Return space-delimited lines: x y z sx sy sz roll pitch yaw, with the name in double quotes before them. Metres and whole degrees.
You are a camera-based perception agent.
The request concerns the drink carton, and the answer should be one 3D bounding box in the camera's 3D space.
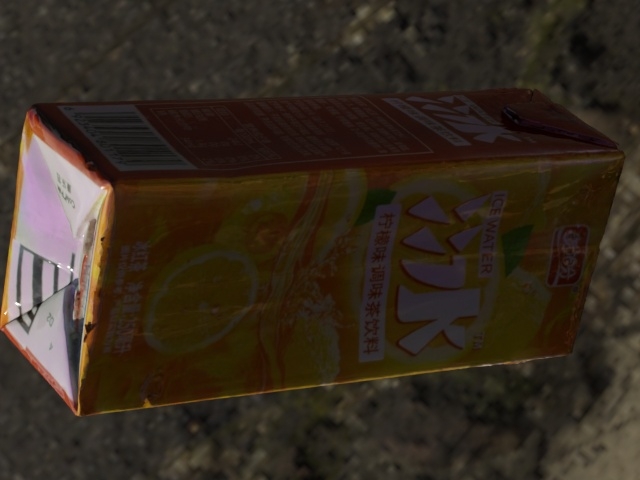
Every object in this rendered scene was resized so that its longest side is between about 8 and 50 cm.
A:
"drink carton" 0.000 0.000 0.729 0.071 0.223 0.096 42 129 48
